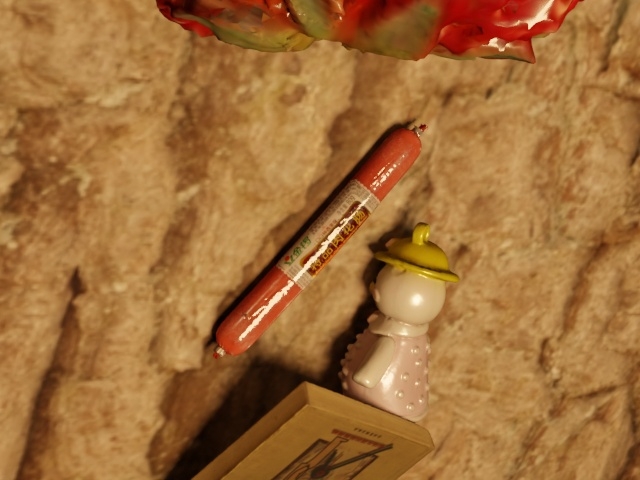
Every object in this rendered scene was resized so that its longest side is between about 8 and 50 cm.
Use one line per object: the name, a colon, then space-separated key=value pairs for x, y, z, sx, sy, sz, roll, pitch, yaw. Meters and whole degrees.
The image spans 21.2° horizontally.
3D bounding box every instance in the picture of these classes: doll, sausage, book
doll: x=0.064 y=0.082 z=1.434 sx=0.129 sy=0.081 sz=0.207 roll=-25 pitch=132 yaw=-60
sausage: x=0.000 y=0.000 z=1.374 sx=0.253 sy=0.034 sz=0.034 roll=-49 pitch=133 yaw=-3
book: x=-0.037 y=0.212 z=1.419 sx=0.161 sy=0.026 sz=0.231 roll=24 pitch=123 yaw=-42

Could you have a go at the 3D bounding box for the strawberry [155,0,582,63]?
strawberry: x=0.034 y=-0.288 z=1.047 sx=0.295 sy=0.317 sz=0.345 roll=-14 pitch=111 yaw=-44
